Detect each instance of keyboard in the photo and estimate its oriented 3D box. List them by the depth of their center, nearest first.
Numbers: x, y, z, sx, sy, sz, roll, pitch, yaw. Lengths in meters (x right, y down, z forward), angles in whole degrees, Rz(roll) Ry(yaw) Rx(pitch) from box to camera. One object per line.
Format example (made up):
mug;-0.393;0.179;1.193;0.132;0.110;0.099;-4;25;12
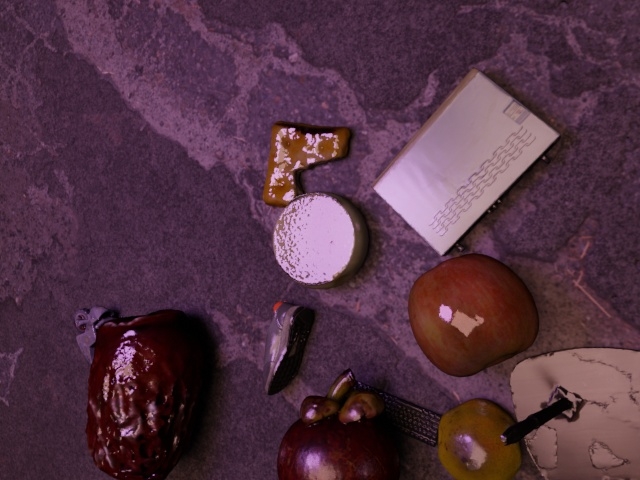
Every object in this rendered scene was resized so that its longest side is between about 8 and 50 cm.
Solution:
keyboard;0.123;0.316;0.960;0.204;0.013;0.061;16;97;27

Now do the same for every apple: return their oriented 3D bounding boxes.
apple;0.232;0.113;0.804;0.188;0.188;0.174;-37;67;23

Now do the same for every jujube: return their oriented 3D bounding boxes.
jujube;-0.385;0.328;1.113;0.258;0.258;0.377;11;88;27

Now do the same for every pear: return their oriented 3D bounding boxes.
pear;0.257;0.337;0.842;0.141;0.104;0.141;0;90;24

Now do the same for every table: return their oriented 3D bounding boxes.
table;0.402;0.319;0.679;0.317;0.249;0.317;0;90;28

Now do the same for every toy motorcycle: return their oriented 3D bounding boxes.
toy motorcycle;-0.532;0.251;1.274;0.122;0.080;0.215;-37;79;25

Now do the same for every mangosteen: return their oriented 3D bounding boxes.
mangosteen;0.037;0.355;0.898;0.215;0.215;0.257;11;89;27

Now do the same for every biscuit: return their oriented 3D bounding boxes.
biscuit;-0.036;-0.146;1.030;0.174;0.039;0.183;15;98;25

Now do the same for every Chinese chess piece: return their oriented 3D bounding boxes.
Chinese chess piece;0.000;0.000;0.989;0.188;0.083;0.188;-2;86;27

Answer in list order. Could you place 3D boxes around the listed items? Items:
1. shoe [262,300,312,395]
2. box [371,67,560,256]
shoe;-0.081;0.213;1.042;0.077;0.074;0.194;24;99;38
box;0.241;-0.127;0.879;0.211;0.045;0.270;46;110;20
